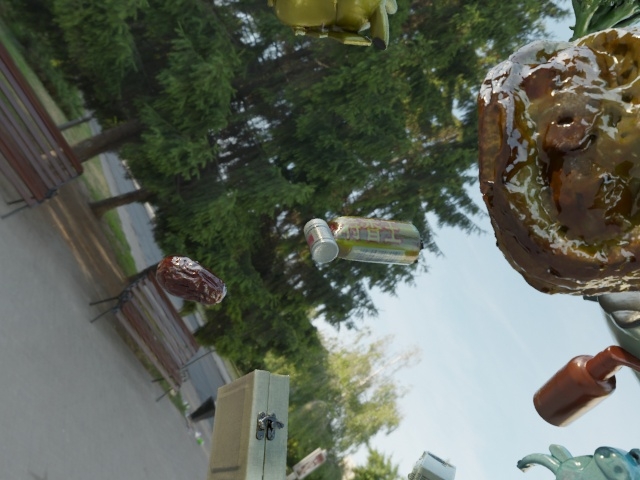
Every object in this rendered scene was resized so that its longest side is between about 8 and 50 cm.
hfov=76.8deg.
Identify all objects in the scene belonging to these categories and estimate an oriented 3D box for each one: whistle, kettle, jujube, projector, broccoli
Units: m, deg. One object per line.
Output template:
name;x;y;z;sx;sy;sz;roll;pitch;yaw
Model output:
whistle;0.464;0.454;0.718;0.093;0.273;0.186;22;25;-27
kettle;0.598;0.139;0.684;0.236;0.221;0.161;51;-22;-12
jujube;-0.230;0.074;0.722;0.129;0.077;0.077;25;-23;6
projector;0.155;0.389;0.610;0.061;0.115;0.147;24;-10;25
broccoli;0.628;-0.514;0.860;0.270;0.270;0.270;48;-43;37

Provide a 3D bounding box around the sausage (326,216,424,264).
sausage;0.103;-0.008;1.045;0.125;0.318;0.117;-117;-139;-51

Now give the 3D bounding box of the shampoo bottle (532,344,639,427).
shampoo bottle;0.477;0.262;0.734;0.085;0.086;0.244;51;-26;32

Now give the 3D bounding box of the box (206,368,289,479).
box;-0.059;0.154;0.330;0.083;0.035;0.079;-37;-137;45

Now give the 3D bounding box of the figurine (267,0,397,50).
figurine;0.036;-0.576;0.973;0.169;0.327;0.218;91;1;-57

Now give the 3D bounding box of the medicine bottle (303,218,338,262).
medicine bottle;0.000;0.000;0.876;0.091;0.058;0.058;-113;-175;-52

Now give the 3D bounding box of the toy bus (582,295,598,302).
toy bus;0.880;0.120;1.144;0.275;0.139;0.166;27;70;-85

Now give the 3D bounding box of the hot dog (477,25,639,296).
hot dog;0.230;-0.085;0.352;0.114;0.175;0.258;24;59;-57
